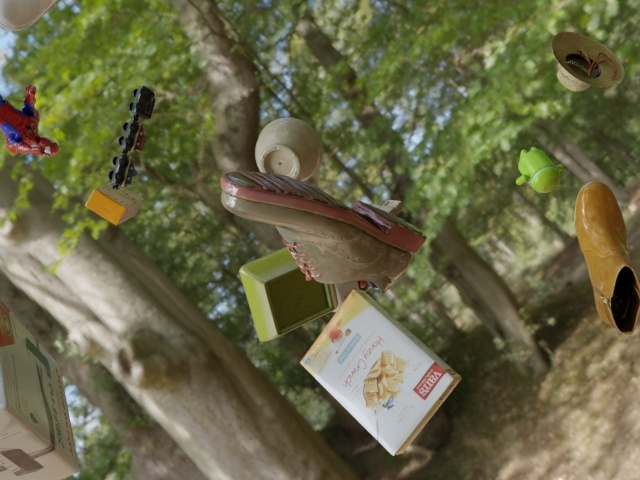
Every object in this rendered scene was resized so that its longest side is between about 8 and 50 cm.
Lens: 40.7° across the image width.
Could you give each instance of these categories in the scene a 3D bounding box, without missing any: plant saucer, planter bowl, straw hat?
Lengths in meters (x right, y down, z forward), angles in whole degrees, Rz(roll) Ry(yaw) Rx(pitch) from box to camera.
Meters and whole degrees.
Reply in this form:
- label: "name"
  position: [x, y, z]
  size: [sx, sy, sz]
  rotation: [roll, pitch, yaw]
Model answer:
- label: "plant saucer"
  position: [-0.050, 0.103, 1.723]
  size: [0.188, 0.045, 0.188]
  rotation: [-24, -58, -18]
- label: "planter bowl"
  position: [-0.082, -0.192, 2.002]
  size: [0.162, 0.162, 0.109]
  rotation: [-51, 7, 27]
- label: "straw hat"
  position: [0.452, -0.295, 1.507]
  size: [0.144, 0.144, 0.061]
  rotation: [-36, -15, -37]

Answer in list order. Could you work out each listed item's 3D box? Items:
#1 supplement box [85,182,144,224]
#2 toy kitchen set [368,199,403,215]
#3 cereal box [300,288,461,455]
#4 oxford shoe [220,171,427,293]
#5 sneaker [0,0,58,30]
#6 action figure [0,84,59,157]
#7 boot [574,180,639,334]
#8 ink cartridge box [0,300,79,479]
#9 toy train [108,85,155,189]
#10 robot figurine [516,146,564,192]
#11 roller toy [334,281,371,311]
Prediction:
- label: "supplement box"
  position: [-0.339, -0.063, 1.426]
  size: [0.036, 0.062, 0.098]
  rotation: [-58, 2, 12]
- label: "toy kitchen set"
  position: [0.111, -0.025, 1.601]
  size: [0.083, 0.068, 0.075]
  rotation: [-46, -52, -33]
- label: "cereal box"
  position: [0.099, 0.223, 1.479]
  size: [0.173, 0.240, 0.047]
  rotation: [-55, -28, 12]
- label: "oxford shoe"
  position: [0.000, 0.000, 1.190]
  size: [0.348, 0.123, 0.130]
  rotation: [18, -77, -36]
- label: "sneaker"
  position: [-0.346, -0.380, 1.155]
  size: [0.258, 0.091, 0.094]
  rotation: [-48, -44, 7]
- label: "action figure"
  position: [-0.490, -0.211, 1.299]
  size: [0.280, 0.139, 0.091]
  rotation: [41, -116, -42]
- label: "boot"
  position: [0.584, 0.029, 1.716]
  size: [0.104, 0.295, 0.211]
  rotation: [-8, 4, 7]
- label: "ink cartridge box"
  position: [-0.462, 0.228, 1.250]
  size: [0.114, 0.197, 0.273]
  rotation: [-19, -33, -5]
- label: "toy train"
  position: [-0.273, -0.148, 1.260]
  size: [0.036, 0.027, 0.158]
  rotation: [21, -99, -43]
- label: "robot figurine"
  position: [0.474, -0.150, 1.866]
  size: [0.101, 0.115, 0.067]
  rotation: [-16, -41, -13]
- label: "roller toy"
  position: [0.027, 0.068, 2.065]
  size: [0.146, 0.191, 0.209]
  rotation: [-37, 11, -19]
